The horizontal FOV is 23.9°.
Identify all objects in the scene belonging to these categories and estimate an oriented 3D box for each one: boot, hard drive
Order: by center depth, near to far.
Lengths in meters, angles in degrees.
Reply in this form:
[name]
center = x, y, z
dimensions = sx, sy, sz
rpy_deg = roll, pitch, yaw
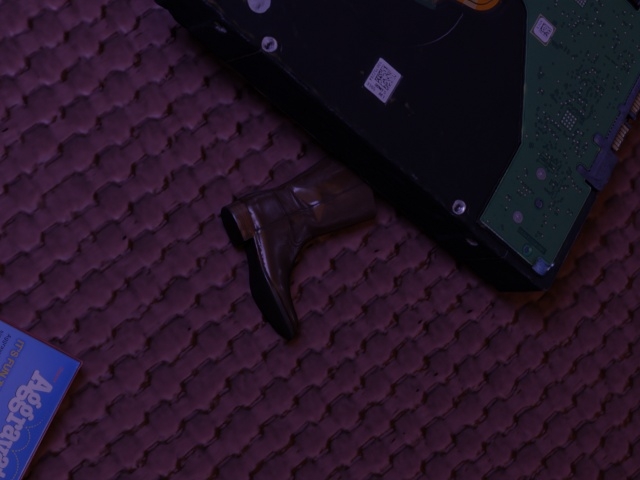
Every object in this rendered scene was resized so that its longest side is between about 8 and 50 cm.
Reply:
[hard drive]
center = 0.078, -0.152, 1.048
dimensions = 0.339, 0.064, 0.237
rpy_deg = 38, 70, -22
[boot]
center = 0.000, 0.000, 1.049
dimensions = 0.114, 0.037, 0.106
rpy_deg = -25, 98, -26

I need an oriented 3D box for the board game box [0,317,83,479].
[board game box]
center = -0.275, 0.166, 0.930
dimensions = 0.145, 0.027, 0.281
rpy_deg = 30, 76, -16
